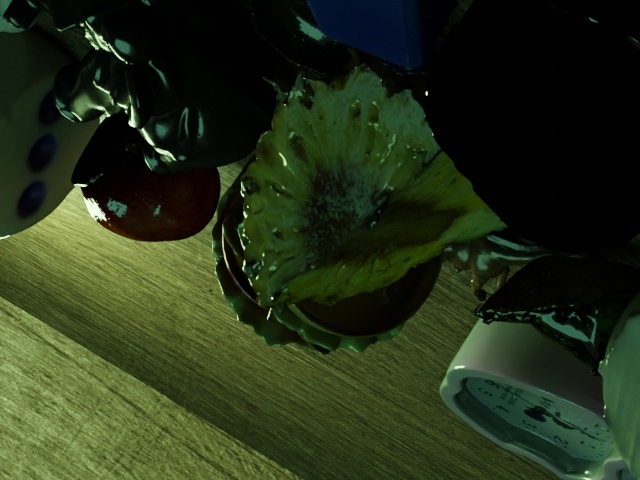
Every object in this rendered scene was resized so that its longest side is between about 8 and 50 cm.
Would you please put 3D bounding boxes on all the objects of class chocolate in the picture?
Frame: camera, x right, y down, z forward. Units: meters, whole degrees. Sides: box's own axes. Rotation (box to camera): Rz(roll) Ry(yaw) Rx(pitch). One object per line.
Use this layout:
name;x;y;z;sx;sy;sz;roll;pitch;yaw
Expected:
chocolate;0.233;-0.152;1.093;0.225;0.210;0.340;36;159;9

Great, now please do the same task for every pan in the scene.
pan;-0.005;-0.214;1.498;0.128;0.048;0.202;26;157;16

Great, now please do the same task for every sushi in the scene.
sushi;0.332;0.101;1.566;0.287;0.140;0.149;23;161;-17

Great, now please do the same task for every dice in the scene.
dice;-0.493;-0.165;1.995;0.243;0.259;0.251;25;160;22

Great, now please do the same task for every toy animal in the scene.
toy animal;0.228;0.020;1.688;0.224;0.066;0.229;25;153;10

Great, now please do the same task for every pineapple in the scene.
pineapple;0.077;-0.091;1.486;0.344;0.286;0.209;-43;66;37

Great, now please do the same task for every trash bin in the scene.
trash bin;0.060;-0.255;1.177;0.184;0.162;0.234;25;164;17

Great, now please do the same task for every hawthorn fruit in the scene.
hawthorn fruit;-0.232;-0.076;1.948;0.190;0.189;0.251;17;161;33

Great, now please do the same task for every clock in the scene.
clock;0.338;0.231;1.961;0.339;0.102;0.338;26;159;11

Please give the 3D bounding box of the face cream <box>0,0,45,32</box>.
face cream;-0.411;-0.348;1.671;0.206;0.111;0.206;29;160;11

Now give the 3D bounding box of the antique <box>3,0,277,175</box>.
antique;-0.186;-0.201;1.599;0.322;0.185;0.255;37;165;-32

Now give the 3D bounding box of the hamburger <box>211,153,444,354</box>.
hamburger;0.000;0.000;1.662;0.274;0.274;0.212;38;160;-18

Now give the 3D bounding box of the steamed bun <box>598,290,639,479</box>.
steamed bun;0.458;0.140;1.397;0.309;0.309;0.309;27;159;11
